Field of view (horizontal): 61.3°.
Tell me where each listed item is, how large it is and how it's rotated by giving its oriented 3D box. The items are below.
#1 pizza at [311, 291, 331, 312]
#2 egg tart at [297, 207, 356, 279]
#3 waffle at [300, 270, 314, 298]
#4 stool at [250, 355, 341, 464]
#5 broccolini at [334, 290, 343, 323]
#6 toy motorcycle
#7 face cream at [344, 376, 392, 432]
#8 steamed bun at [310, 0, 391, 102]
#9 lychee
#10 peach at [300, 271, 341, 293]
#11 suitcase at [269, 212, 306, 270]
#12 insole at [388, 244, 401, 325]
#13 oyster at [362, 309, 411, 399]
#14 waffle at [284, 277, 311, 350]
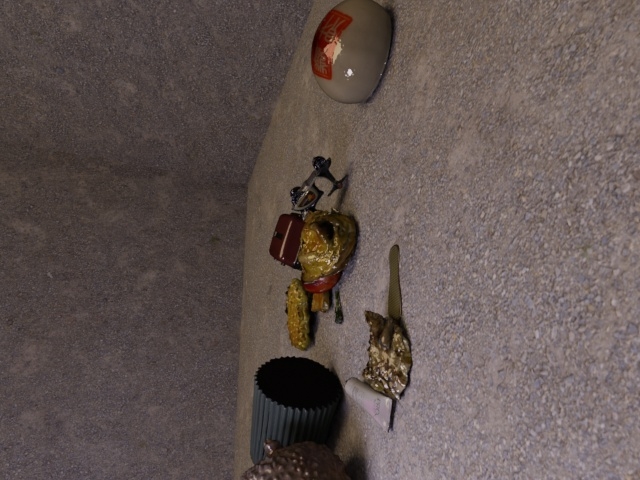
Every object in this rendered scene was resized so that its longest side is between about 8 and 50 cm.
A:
[{"bbox_3d":[0.004,0.225,2.115,0.175,0.046,0.134,-99,25,-45],"label":"pizza"},{"bbox_3d":[0.000,0.000,1.961,0.297,0.132,0.297,-29,48,39],"label":"egg tart"},{"bbox_3d":[-0.053,0.183,2.329,0.148,0.042,0.102,-138,57,-70],"label":"waffle"},{"bbox_3d":[-0.104,0.621,1.871,0.297,0.297,0.330,-118,36,-63],"label":"stool"},{"bbox_3d":[0.064,0.245,1.960,0.140,0.030,0.035,-92,-17,-46],"label":"broccolini"},{"bbox_3d":[-0.015,-0.200,2.089,0.263,0.157,0.091,-54,18,17],"label":"toy motorcycle"},{"bbox_3d":[0.141,0.458,1.542,0.244,0.058,0.092,-168,82,-68],"label":"face cream"},{"bbox_3d":[0.093,-0.697,1.971,0.374,0.241,0.374,-168,90,-72],"label":"steamed bun"},{"bbox_3d":[-0.071,0.781,1.559,0.432,0.380,0.380,64,151,17],"label":"lychee"},{"bbox_3d":[0.010,0.141,2.024,0.172,0.092,0.127,-14,33,35],"label":"peach"},{"bbox_3d":[-0.113,-0.001,2.386,0.297,0.161,0.236,-163,90,-75],"label":"suitcase"},{"bbox_3d":[0.211,0.132,1.553,0.086,0.005,0.253,134,142,-62],"label":"insole"},{"bbox_3d":[0.172,0.313,1.470,0.223,0.083,0.214,-162,76,-65],"label":"oyster"},{"bbox_3d":[-0.099,0.315,2.302,0.307,0.060,0.311,169,98,-72],"label":"waffle"}]
